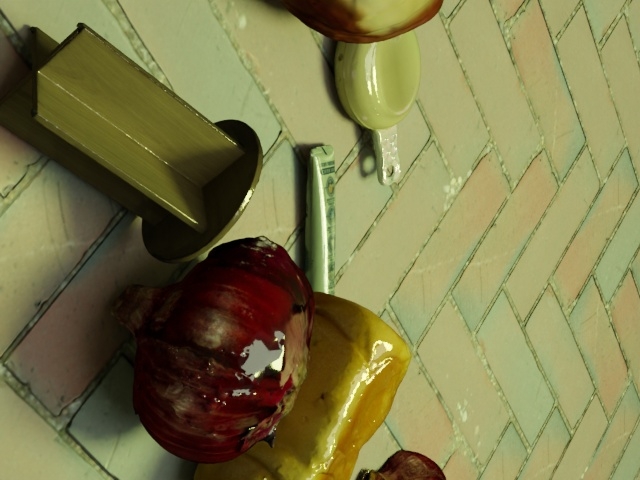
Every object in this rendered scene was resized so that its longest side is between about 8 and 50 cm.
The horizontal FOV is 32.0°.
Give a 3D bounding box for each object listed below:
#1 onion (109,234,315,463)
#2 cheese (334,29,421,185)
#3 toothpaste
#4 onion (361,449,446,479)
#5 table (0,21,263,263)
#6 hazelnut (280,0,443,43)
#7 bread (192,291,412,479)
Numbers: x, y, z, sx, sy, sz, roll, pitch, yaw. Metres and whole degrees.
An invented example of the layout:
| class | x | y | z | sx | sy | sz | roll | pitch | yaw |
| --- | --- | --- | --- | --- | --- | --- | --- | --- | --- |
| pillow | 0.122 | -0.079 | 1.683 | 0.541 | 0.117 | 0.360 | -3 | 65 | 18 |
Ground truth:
| class | x | y | z | sx | sy | sz | roll | pitch | yaw |
| --- | --- | --- | --- | --- | --- | --- | --- | --- | --- |
| onion | -0.116 | 0.108 | 1.174 | 0.252 | 0.219 | 0.252 | -62 | -178 | 4 |
| cheese | 0.079 | -0.181 | 1.437 | 0.137 | 0.064 | 0.228 | -28 | 121 | -42 |
| toothpaste | 0.000 | 0.000 | 1.405 | 0.062 | 0.039 | 0.239 | -19 | 113 | -60 |
| onion | 0.119 | 0.389 | 1.596 | 0.206 | 0.098 | 0.151 | -51 | 135 | -29 |
| table | -0.191 | -0.103 | 1.077 | 0.226 | 0.167 | 0.167 | 37 | 70 | -39 |
| hazelnut | 0.037 | -0.344 | 1.245 | 0.261 | 0.241 | 0.261 | 11 | 90 | -80 |
| bread | -0.028 | 0.210 | 1.312 | 0.294 | 0.166 | 0.132 | -59 | 147 | -12 |
